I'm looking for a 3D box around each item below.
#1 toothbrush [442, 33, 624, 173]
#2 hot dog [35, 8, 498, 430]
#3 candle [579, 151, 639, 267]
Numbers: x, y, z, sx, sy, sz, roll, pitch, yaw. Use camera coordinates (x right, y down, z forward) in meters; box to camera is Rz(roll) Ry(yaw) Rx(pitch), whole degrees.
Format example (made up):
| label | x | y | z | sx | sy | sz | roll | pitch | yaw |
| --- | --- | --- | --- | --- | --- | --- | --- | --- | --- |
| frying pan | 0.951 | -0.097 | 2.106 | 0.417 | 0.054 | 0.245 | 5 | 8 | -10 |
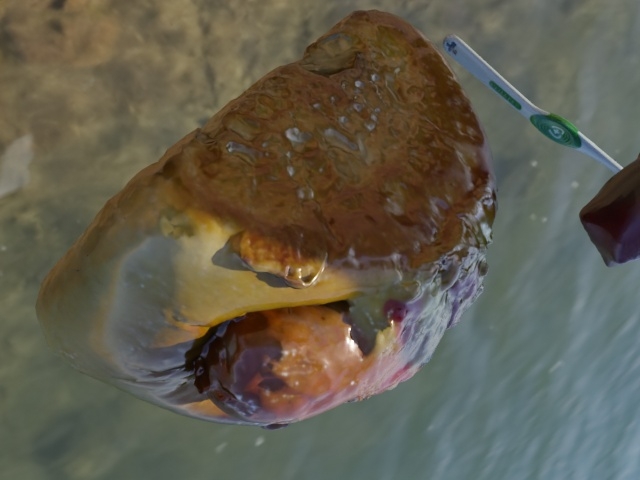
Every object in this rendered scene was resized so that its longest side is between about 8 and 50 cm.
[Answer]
| label | x | y | z | sx | sy | sz | roll | pitch | yaw |
| --- | --- | --- | --- | --- | --- | --- | --- | --- | --- |
| toothbrush | 0.248 | -0.124 | 0.946 | 0.030 | 0.304 | 0.030 | -45 | 167 | -13 |
| hot dog | 0.000 | 0.000 | 0.444 | 0.150 | 0.153 | 0.257 | -41 | -175 | 45 |
| candle | 0.281 | -0.063 | 0.478 | 0.301 | 0.084 | 0.059 | -25 | 127 | 32 |
